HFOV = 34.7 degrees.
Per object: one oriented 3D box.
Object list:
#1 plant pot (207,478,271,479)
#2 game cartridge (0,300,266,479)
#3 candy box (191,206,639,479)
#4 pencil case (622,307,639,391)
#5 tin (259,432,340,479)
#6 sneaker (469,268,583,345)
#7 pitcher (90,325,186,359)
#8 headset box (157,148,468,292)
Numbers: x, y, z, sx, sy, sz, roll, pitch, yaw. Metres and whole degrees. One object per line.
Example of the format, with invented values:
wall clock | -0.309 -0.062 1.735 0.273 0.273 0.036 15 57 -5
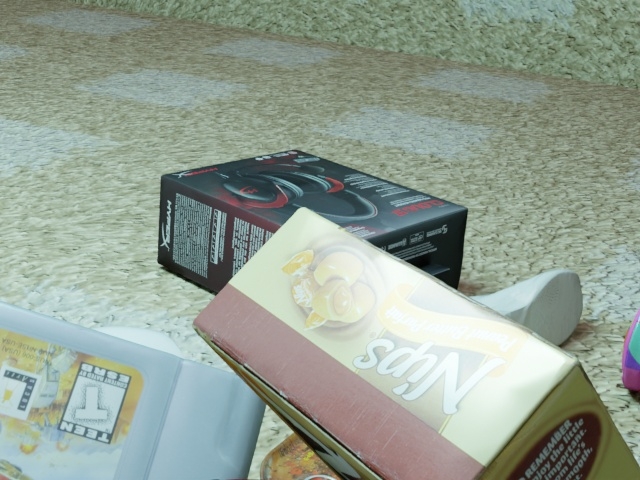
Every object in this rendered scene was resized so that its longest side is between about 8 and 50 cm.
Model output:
plant pot | -0.039 0.216 0.454 0.191 0.174 0.191 2 21 -1
game cartridge | -0.192 0.136 0.593 0.297 0.062 0.198 18 55 -8
candy box | 0.088 0.136 0.525 0.087 0.316 0.183 -47 41 -12
pencil case | 0.390 0.117 0.908 0.236 0.104 0.104 15 23 22
tin | 0.030 0.171 0.774 0.106 0.040 0.189 12 22 29
sneaker | 0.178 0.072 1.021 0.212 0.080 0.094 -17 18 -41
pitcher | -0.202 0.132 0.718 0.207 0.125 0.178 -22 25 -29
headset box | 0.000 0.000 1.105 0.293 0.110 0.218 23 27 39
